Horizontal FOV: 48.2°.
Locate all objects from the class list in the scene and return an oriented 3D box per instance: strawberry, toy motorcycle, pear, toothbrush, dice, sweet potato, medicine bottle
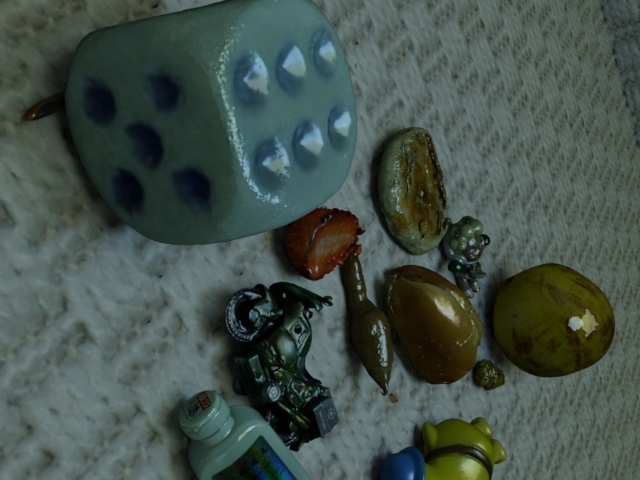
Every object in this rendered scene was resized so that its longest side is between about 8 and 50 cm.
[{"bbox_3d":[0.000,0.000,1.214,0.188,0.082,0.121,-8,111,-60],"label":"strawberry"},{"bbox_3d":[-0.045,0.179,1.099,0.187,0.125,0.274,-27,109,-39],"label":"toy motorcycle"},{"bbox_3d":[0.546,0.187,1.701,0.281,0.281,0.280,9,79,-50],"label":"pear"},{"bbox_3d":[-0.266,-0.229,0.950,0.321,0.023,0.031,-44,116,-44],"label":"toothbrush"},{"bbox_3d":[-0.127,-0.159,0.901,0.268,0.263,0.264,-36,120,-50],"label":"dice"},{"bbox_3d":[0.086,0.145,1.300,0.075,0.075,0.269,-7,80,-51],"label":"sweet potato"},{"bbox_3d":[-0.112,0.308,1.009,0.121,0.083,0.229,-38,120,-13],"label":"medicine bottle"}]

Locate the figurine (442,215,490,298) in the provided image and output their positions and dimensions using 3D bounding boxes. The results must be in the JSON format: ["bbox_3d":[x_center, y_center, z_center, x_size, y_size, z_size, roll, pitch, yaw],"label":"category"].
[{"bbox_3d":[0.330,0.036,1.590,0.147,0.093,0.197,-37,115,-35],"label":"figurine"}]

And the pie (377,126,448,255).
[{"bbox_3d":[0.198,-0.101,1.479,0.274,0.055,0.274,7,82,-55],"label":"pie"}]

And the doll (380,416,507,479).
[{"bbox_3d":[0.252,0.447,1.394,0.363,0.145,0.199,-10,58,-48],"label":"doll"}]

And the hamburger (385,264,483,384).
[{"bbox_3d":[0.230,0.166,1.403,0.144,0.157,0.283,-56,129,-38],"label":"hamburger"}]

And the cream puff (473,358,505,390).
[{"bbox_3d":[0.394,0.311,1.661,0.083,0.058,0.083,52,47,-31],"label":"cream puff"}]
